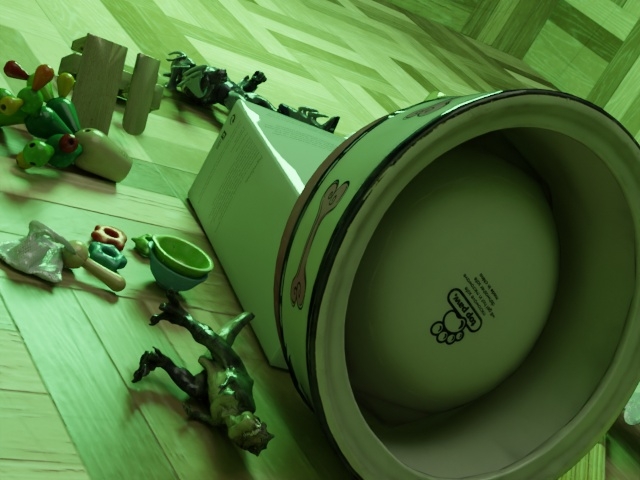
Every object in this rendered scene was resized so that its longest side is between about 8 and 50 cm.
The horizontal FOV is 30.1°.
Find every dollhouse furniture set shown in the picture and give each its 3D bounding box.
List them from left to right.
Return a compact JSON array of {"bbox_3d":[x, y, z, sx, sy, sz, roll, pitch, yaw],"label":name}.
[{"bbox_3d":[-0.288,-0.182,1.579,0.144,0.123,0.151,18,-11,-34],"label":"dollhouse furniture set"}]

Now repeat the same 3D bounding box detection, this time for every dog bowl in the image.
[{"bbox_3d":[0.135,0.047,1.140,0.408,0.408,0.150,18,6,-34],"label":"dog bowl"}]

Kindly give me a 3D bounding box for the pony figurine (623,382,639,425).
[{"bbox_3d":[0.556,0.210,1.473,0.351,0.363,0.303,-9,55,-42],"label":"pony figurine"}]

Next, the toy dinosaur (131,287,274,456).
[{"bbox_3d":[-0.106,0.111,1.094,0.118,0.064,0.268,32,16,-19],"label":"toy dinosaur"}]

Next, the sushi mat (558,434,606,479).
[{"bbox_3d":[0.265,0.235,1.388,0.151,0.019,0.316,34,20,4],"label":"sushi mat"}]

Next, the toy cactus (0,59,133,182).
[{"bbox_3d":[-0.294,-0.134,1.370,0.180,0.112,0.219,32,8,-28],"label":"toy cactus"}]

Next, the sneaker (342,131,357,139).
[{"bbox_3d":[0.110,-0.091,1.840,0.153,0.094,0.235,29,7,21],"label":"sneaker"}]

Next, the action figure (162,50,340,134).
[{"bbox_3d":[-0.120,-0.213,1.804,0.285,0.099,0.185,34,24,17],"label":"action figure"}]

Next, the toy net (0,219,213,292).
[{"bbox_3d":[-0.222,0.003,1.198,0.232,0.045,0.122,11,28,-44],"label":"toy net"}]

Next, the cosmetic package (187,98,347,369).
[{"bbox_3d":[0.000,0.000,1.368,0.197,0.155,0.365,19,23,-29],"label":"cosmetic package"}]

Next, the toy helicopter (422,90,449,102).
[{"bbox_3d":[0.304,-0.116,2.010,0.355,0.140,0.235,43,-13,1],"label":"toy helicopter"}]
